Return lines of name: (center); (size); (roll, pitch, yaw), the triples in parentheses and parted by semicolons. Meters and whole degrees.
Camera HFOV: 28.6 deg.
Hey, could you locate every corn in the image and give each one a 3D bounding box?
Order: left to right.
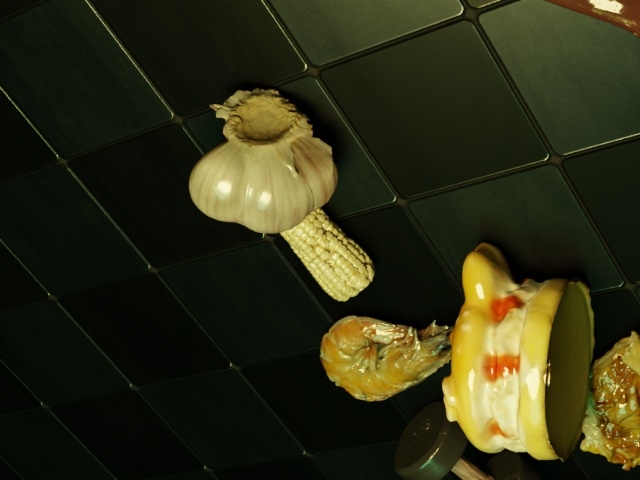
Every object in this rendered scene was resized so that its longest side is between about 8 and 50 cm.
corn: (0.000, 0.000, 1.903); (0.087, 0.087, 0.211); (-21, 118, 37)

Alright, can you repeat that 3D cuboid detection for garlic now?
garlic: (-0.104, -0.125, 1.802); (0.257, 0.207, 0.207); (30, 153, 50)

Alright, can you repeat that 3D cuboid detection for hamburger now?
hamburger: (0.281, 0.163, 1.827); (0.186, 0.261, 0.302); (6, 116, 24)

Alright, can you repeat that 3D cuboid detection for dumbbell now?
dumbbell: (0.247, 0.387, 2.125); (0.218, 0.152, 0.152); (38, 135, -14)

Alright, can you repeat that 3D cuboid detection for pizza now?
pizza: (0.496, 0.279, 1.964); (0.182, 0.073, 0.365); (-3, 131, 12)

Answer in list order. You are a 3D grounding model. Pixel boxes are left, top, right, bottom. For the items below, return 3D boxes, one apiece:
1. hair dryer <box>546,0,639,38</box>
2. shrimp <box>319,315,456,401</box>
hair dryer: (0.420, -0.199, 1.532); (0.313, 0.123, 0.340); (17, 149, 23)
shrimp: (0.115, 0.171, 2.037); (0.164, 0.062, 0.317); (44, 136, -17)
